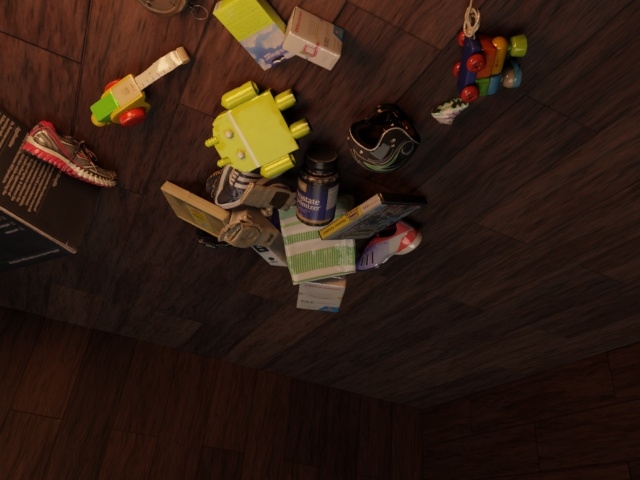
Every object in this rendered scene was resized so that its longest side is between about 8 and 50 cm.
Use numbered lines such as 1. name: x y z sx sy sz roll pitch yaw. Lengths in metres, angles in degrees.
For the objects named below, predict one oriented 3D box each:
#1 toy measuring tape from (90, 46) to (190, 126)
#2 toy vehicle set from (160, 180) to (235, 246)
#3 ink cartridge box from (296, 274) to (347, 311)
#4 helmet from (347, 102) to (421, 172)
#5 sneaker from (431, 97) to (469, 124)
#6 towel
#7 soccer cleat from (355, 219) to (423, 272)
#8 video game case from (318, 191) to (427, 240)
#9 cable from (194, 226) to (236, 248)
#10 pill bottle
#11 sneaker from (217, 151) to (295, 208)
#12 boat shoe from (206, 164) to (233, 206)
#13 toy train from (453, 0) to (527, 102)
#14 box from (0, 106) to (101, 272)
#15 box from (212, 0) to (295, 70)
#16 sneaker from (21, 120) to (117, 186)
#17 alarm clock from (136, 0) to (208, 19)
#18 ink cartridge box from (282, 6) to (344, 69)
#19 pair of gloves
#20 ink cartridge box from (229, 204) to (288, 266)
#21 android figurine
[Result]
1. toy measuring tape: -0.451 -0.384 1.373 0.330 0.121 0.121 -28 138 17
2. toy vehicle set: -0.392 -0.086 1.773 0.266 0.035 0.166 26 155 21
3. ink cartridge box: 0.005 0.147 2.059 0.171 0.168 0.233 8 148 -3
4. helmet: 0.158 -0.255 1.392 0.161 0.169 0.169 -36 131 26
5. sneaker: 0.340 -0.324 1.369 0.098 0.038 0.069 -6 149 37
6. towel: 0.000 0.000 1.790 0.247 0.038 0.325 -11 127 -6
7. soccer cleat: 0.216 0.017 1.897 0.116 0.109 0.318 43 139 -15
8. video game case: 0.166 -0.070 1.656 0.248 0.035 0.274 -32 162 34
9. cable: -0.371 -0.021 1.985 0.184 0.047 0.151 13 143 -6
10. pill bottle: -0.007 -0.159 1.575 0.122 0.123 0.219 6 128 0
11. sneaker: -0.226 -0.211 1.553 0.282 0.099 0.153 -33 136 18
12. boat shoe: -0.305 -0.197 1.663 0.065 0.083 0.183 -15 141 -48
13. toy train: 0.377 -0.418 1.155 0.143 0.105 0.248 -6 147 1
14. box: -1.050 -0.146 1.657 0.479 0.298 0.472 -12 143 26
15. box: -0.139 -0.475 1.202 0.109 0.042 0.178 -15 143 32
16. sneaker: -0.734 -0.248 1.622 0.120 0.112 0.299 17 170 33
17. alarm clock: -0.322 -0.529 1.135 0.192 0.064 0.129 26 143 -34
18. ink cartridge box: -0.016 -0.446 1.183 0.122 0.089 0.052 20 149 -20
19. pair of gloves: -0.184 -0.078 1.612 0.204 0.042 0.240 0 131 -45
20. ink cartridge box: -0.178 -0.034 1.805 0.065 0.165 0.333 -10 144 26
21. android figurine: -0.167 -0.283 1.404 0.272 0.056 0.248 -22 114 10
